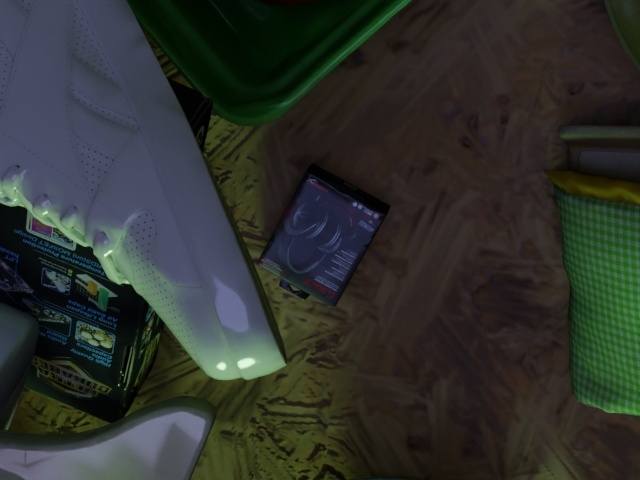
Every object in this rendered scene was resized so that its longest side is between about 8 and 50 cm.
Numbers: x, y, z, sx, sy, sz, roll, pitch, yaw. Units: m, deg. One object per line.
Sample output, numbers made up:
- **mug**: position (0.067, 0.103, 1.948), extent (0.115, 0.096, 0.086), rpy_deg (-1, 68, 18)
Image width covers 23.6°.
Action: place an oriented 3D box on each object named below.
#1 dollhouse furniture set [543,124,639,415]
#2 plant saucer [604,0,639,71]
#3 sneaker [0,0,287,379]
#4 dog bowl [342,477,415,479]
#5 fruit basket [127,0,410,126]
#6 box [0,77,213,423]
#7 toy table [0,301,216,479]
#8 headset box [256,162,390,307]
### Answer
- **dollhouse furniture set**: position (0.244, 0.037, 0.884), extent (0.301, 0.151, 0.198), rpy_deg (4, 104, 36)
- **plant saucer**: position (0.266, -0.186, 0.887), extent (0.241, 0.037, 0.241), rpy_deg (1, 92, 49)
- **sneaker**: position (-0.143, -0.029, 0.771), extent (0.169, 0.108, 0.293), rpy_deg (-27, 69, -6)
- **dog bowl**: position (0.024, 0.207, 0.963), extent (0.166, 0.297, 0.074), rpy_deg (16, 99, 44)
- **fruit basket**: position (-0.061, -0.272, 0.807), extent (0.283, 0.392, 0.392), rpy_deg (-40, 95, 15)
- **box**: position (-0.231, -0.032, 0.966), extent (0.295, 0.073, 0.293), rpy_deg (23, 143, 4)
- **toy table**: position (-0.185, 0.192, 0.972), extent (0.160, 0.252, 0.274), rpy_deg (24, 115, 0)
- **headset box**: position (0.000, 0.000, 1.034), extent (0.062, 0.032, 0.083), rpy_deg (30, 105, 1)
